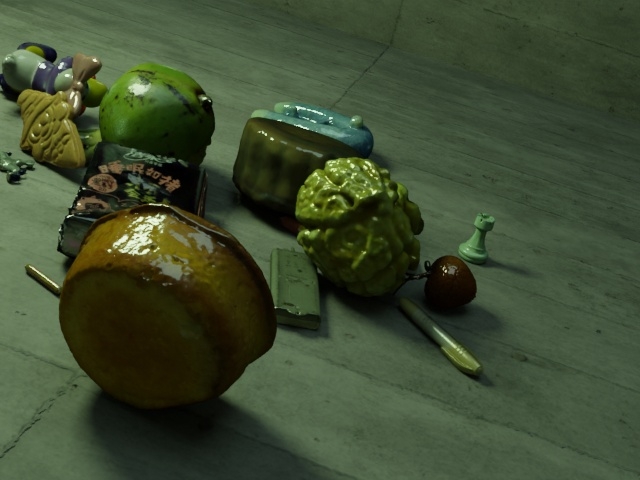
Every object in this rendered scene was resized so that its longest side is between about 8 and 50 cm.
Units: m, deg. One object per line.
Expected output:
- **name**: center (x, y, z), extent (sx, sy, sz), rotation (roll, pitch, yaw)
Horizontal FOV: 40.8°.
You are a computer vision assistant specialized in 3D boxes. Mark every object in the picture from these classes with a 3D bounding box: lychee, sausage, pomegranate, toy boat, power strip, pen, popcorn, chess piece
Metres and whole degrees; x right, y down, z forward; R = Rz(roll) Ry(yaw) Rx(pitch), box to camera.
- **lychee**: center (0.239, 0.082, 1.677), extent (0.140, 0.115, 0.101), rotation (22, -4, -29)
- **sausage**: center (0.000, 0.000, 1.788), extent (0.223, 0.029, 0.029), rotation (29, 30, 26)
- **pomegranate**: center (-0.382, -0.243, 1.849), extent (0.340, 0.261, 0.260), rotation (-14, 27, 7)
- **toy boat**: center (-0.011, -0.306, 2.269), extent (0.329, 0.123, 0.215), rotation (26, 27, 23)
- **sausage**: center (-0.462, 0.064, 1.437), extent (0.100, 0.015, 0.015), rotation (30, 30, 27)
- **power strip**: center (-0.049, 0.078, 1.607), extent (0.092, 0.034, 0.268), rotation (10, 27, -9)
- **pen**: center (0.213, 0.173, 1.570), extent (0.040, 0.032, 0.233), rotation (-27, 42, -21)
- **popcorn**: center (0.075, -0.030, 1.641), extent (0.258, 0.224, 0.270), rotation (39, 29, -40)
- **chess piece**: center (0.350, -0.007, 1.903), extent (0.067, 0.103, 0.067), rotation (12, 27, -6)

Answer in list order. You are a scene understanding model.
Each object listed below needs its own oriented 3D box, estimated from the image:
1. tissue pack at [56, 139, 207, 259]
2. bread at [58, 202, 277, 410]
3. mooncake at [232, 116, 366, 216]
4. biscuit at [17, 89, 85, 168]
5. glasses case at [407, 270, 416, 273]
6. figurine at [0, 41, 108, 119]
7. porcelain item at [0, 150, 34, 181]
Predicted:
- **tissue pack**: center (-0.340, -0.055, 1.622), extent (0.244, 0.123, 0.332), rotation (16, 29, -12)
- **bread**: center (-0.217, 0.095, 1.191), extent (0.312, 0.312, 0.172), rotation (20, 36, 9)
- **mooncake**: center (-0.046, -0.154, 1.888), extent (0.290, 0.161, 0.290), rotation (17, 16, -5)
- **biscuit**: center (-0.570, -0.233, 1.811), extent (0.250, 0.162, 0.035), rotation (43, 23, 24)
- **glasses case**: center (0.185, 0.045, 1.807), extent (0.032, 0.021, 0.083), rotation (14, 27, -7)
- **figurine**: center (-0.614, -0.372, 1.968), extent (0.420, 0.154, 0.193), rotation (23, 0, 36)
- **porcelain item**: center (-0.625, -0.159, 1.771), extent (0.075, 0.021, 0.136), rotation (-7, 34, -37)
